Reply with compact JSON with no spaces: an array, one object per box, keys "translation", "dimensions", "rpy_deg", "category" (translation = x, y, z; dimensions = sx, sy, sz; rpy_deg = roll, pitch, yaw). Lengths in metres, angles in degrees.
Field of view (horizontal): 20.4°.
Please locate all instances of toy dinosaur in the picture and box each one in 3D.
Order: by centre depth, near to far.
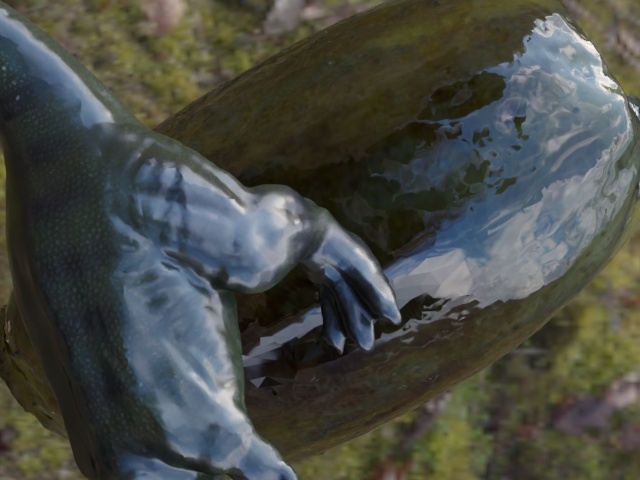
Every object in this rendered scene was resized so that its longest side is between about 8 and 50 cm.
[{"translation":[-0.069,0.019,0.419],"dimensions":[0.179,0.087,0.187],"rpy_deg":[26,50,-41],"category":"toy dinosaur"}]

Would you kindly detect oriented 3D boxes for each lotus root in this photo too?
[{"translation":[0.000,0.000,0.600],"dimensions":[0.124,0.241,0.123],"rpy_deg":[55,13,-20],"category":"lotus root"}]
